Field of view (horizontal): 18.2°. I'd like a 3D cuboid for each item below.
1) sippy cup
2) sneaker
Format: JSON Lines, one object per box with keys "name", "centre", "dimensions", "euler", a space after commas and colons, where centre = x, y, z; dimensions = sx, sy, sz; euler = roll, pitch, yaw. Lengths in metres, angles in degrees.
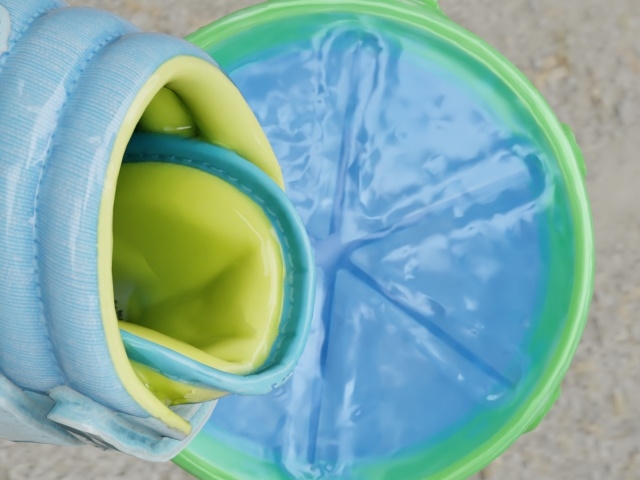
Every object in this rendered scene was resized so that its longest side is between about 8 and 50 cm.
{"name": "sippy cup", "centre": [0.000, 0.000, 0.979], "dimensions": [0.240, 0.224, 0.305], "euler": [42, 91, -5]}
{"name": "sneaker", "centre": [-0.110, 0.037, 0.620], "dimensions": [0.208, 0.319, 0.127], "euler": [19, 56, 6]}
